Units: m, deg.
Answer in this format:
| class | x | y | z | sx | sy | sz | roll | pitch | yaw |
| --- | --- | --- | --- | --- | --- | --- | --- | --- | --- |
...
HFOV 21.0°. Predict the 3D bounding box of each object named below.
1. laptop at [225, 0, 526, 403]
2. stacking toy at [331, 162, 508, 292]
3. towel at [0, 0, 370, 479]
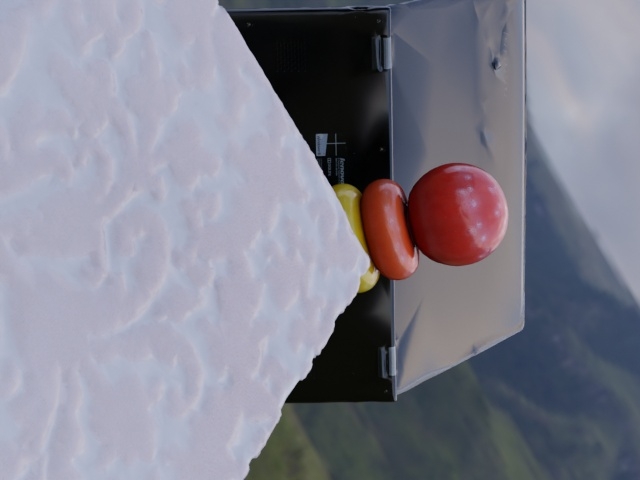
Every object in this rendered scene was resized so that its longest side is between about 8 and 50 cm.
| class | x | y | z | sx | sy | sz | roll | pitch | yaw |
| --- | --- | --- | --- | --- | --- | --- | --- | --- | --- |
| laptop | 0.013 | -0.054 | 1.725 | 0.236 | 0.408 | 0.381 | -87 | 176 | -76 |
| stacking toy | 0.000 | 0.000 | 1.511 | 0.141 | 0.330 | 0.141 | -15 | 90 | -79 |
| towel | -0.121 | 0.005 | 0.949 | 0.053 | 0.332 | 0.317 | -7 | -53 | 39 |
